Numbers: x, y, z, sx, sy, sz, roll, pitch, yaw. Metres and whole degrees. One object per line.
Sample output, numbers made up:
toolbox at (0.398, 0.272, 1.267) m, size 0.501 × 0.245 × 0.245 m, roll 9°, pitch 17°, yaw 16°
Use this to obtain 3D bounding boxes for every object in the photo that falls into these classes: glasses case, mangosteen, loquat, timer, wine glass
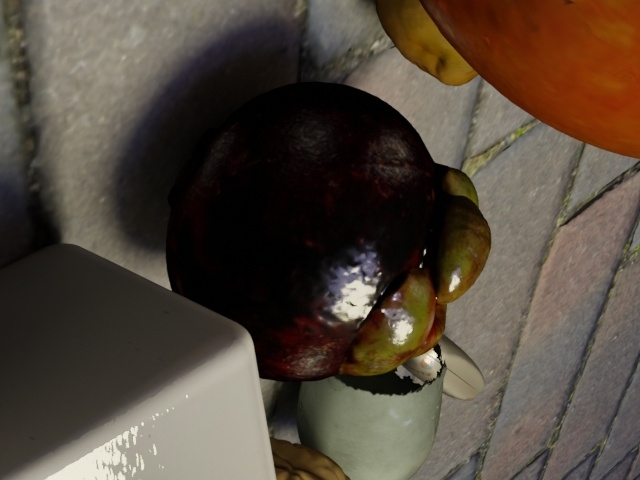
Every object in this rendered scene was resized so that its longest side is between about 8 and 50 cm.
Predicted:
glasses case at (0.115, 0.120, 1.259) m, size 0.051 × 0.081 × 0.204 m, roll -52°, pitch 152°, yaw -1°
mangosteen at (0.000, 0.000, 0.798) m, size 0.210 × 0.210 × 0.210 m, roll -37°, pitch 150°, yaw -25°
loquat at (0.102, -0.168, 0.840) m, size 0.137 × 0.113 × 0.137 m, roll -59°, pitch 173°, yaw -11°
timer at (-0.151, 0.141, 0.699) m, size 0.192 × 0.194 × 0.195 m, roll -29°, pitch 124°, yaw -35°
wine glass at (0.034, 0.207, 1.180) m, size 0.143 × 0.143 × 0.321 m, roll -29°, pitch 147°, yaw -36°

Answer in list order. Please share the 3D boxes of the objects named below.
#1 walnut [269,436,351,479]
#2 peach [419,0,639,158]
walnut at (-0.079, 0.314, 1.024) m, size 0.277 × 0.252 × 0.313 m, roll 2°, pitch 116°, yaw -44°
peach at (0.184, -0.222, 0.622) m, size 0.370 × 0.370 × 0.370 m, roll -37°, pitch 150°, yaw -25°
